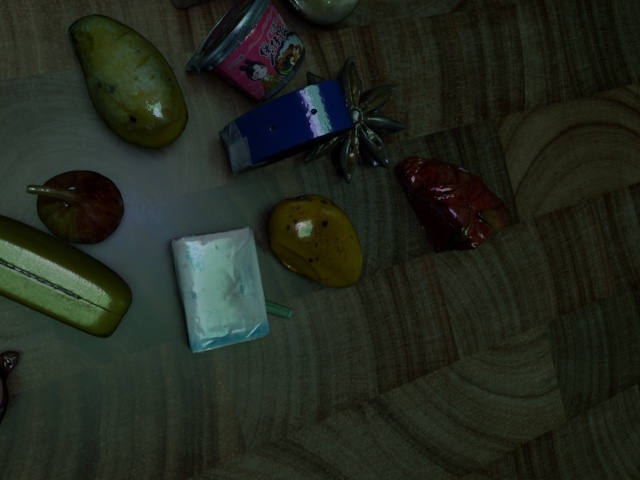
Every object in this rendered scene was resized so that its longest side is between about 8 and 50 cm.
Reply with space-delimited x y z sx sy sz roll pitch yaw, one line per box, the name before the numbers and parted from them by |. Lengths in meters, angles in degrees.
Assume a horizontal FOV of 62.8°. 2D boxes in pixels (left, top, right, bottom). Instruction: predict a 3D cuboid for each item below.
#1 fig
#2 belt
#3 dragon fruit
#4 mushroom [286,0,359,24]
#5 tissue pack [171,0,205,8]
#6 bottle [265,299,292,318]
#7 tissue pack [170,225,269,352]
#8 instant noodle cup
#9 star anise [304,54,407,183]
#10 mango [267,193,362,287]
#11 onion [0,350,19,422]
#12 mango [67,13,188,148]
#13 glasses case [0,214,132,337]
fig | -0.506 -0.076 1.105 0.174 0.207 0.175 4 80 -21
belt | -0.084 -0.249 1.200 0.212 0.346 0.117 -26 100 -45
dragon fruit | 0.335 -0.097 1.459 0.330 0.302 0.240 38 108 0
mushroom | 0.002 -0.670 1.325 0.254 0.184 0.255 1 87 -35
tissue pack | -0.235 -0.642 1.190 0.214 0.256 0.123 -28 96 -20
bottle | -0.113 0.177 1.343 0.083 0.030 0.031 20 82 -20
tissue pack | -0.238 0.113 1.250 0.201 0.124 0.272 -10 92 -24
instant noodle cup | -0.153 -0.450 1.242 0.181 0.302 0.259 39 44 -30
star anise | 0.071 -0.310 1.379 0.331 0.117 0.332 0 89 -12
mango | 0.000 0.000 1.326 0.290 0.159 0.191 44 66 -19
onion | -0.712 0.305 1.065 0.195 0.140 0.218 34 34 2
mango | -0.426 -0.356 1.174 0.176 0.175 0.330 -16 73 -51
glasses case | -0.576 0.063 1.092 0.371 0.173 0.141 31 79 -20
